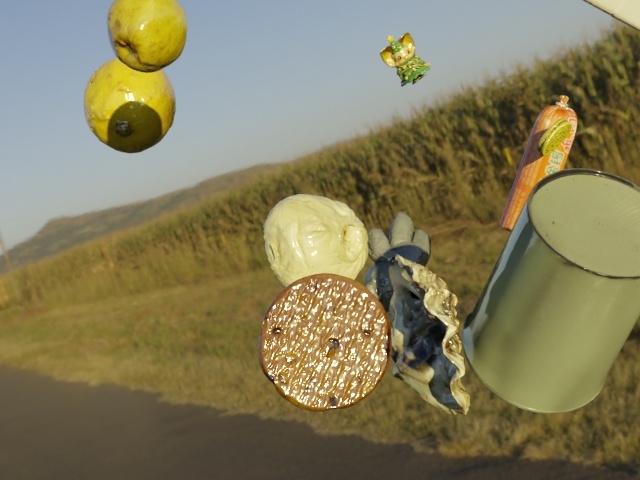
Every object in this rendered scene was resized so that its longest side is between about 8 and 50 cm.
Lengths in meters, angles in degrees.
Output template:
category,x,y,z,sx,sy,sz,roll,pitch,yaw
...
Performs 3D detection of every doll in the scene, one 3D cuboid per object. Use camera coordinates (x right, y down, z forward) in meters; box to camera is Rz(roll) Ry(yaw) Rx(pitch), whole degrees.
category,x,y,z,sx,sy,sz,roll,pitch,yaw
doll,0.198,0.082,2.143,0.158,0.246,0.340,-33,28,33
doll,0.177,-0.382,1.725,0.078,0.113,0.076,-37,-9,-2

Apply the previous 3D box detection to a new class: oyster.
category,x,y,z,sx,sy,sz,roll,pitch,yaw
oyster,0.190,0.151,1.492,0.115,0.237,0.351,-1,25,-8

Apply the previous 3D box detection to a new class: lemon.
category,x,y,z,sx,sy,sz,roll,pitch,yaw
lemon,-0.518,-0.374,2.215,0.261,0.283,0.260,-11,-29,-6

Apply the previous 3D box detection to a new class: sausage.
category,x,y,z,sx,sy,sz,roll,pitch,yaw
sausage,0.477,-0.160,1.746,0.093,0.312,0.093,13,22,-5

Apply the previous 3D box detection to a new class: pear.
category,x,y,z,sx,sy,sz,roll,pitch,yaw
pear,-0.317,-0.384,1.479,0.149,0.148,0.162,-18,36,28

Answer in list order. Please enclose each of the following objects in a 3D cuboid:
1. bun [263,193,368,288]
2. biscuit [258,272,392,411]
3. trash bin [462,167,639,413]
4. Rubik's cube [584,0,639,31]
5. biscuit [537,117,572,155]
category,x,y,z,sx,sy,sz,roll,pitch,yaw
bun,0.000,0.000,1.676,0.153,0.243,0.244,-27,-2,40
biscuit,0.007,0.153,1.233,0.212,0.212,0.036,-20,-9,-13
trash bin,0.425,0.109,1.446,0.281,0.280,0.432,-21,-36,-25
Rubik's cube,0.557,-0.604,1.528,0.291,0.291,0.290,-81,18,-62
biscuit,0.467,-0.207,1.623,0.084,0.023,0.084,-36,-24,-19
